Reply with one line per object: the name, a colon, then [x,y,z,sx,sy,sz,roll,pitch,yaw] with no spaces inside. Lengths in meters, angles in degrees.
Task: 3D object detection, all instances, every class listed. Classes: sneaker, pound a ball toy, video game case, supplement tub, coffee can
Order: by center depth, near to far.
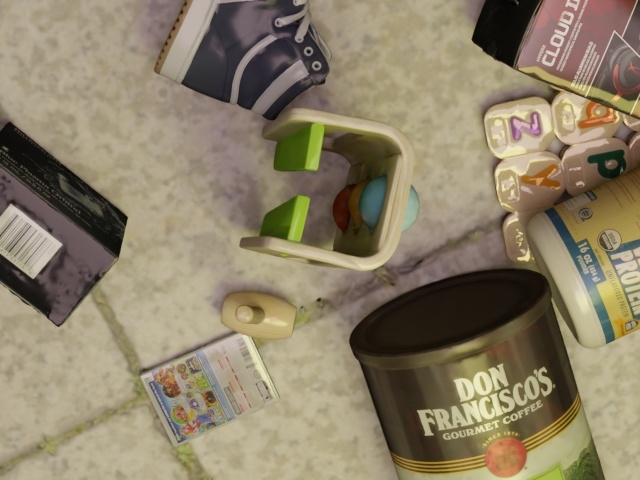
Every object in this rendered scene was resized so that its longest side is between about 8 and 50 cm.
pound a ball toy: [0.000,0.000,1.478,0.135,0.319,0.208,12,88,-7]
sneaker: [-0.029,-0.248,1.500,0.153,0.099,0.282,28,107,-5]
supplement tub: [0.315,0.004,1.543,0.199,0.144,0.144,-25,104,3]
coffee can: [0.166,0.192,1.572,0.201,0.201,0.275,-19,105,1]
video game case: [-0.114,0.151,1.640,0.122,0.011,0.087,-24,105,2]

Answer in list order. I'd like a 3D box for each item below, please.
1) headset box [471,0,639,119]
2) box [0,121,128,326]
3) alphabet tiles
headset box: [0.278,-0.178,1.457,0.293,0.218,0.110,20,101,-8]
box: [-0.273,-0.019,1.510,0.156,0.158,0.093,40,99,-12]
alphabet tiles: [0.311,-0.082,1.607,0.278,0.021,0.284,-12,104,-1]
